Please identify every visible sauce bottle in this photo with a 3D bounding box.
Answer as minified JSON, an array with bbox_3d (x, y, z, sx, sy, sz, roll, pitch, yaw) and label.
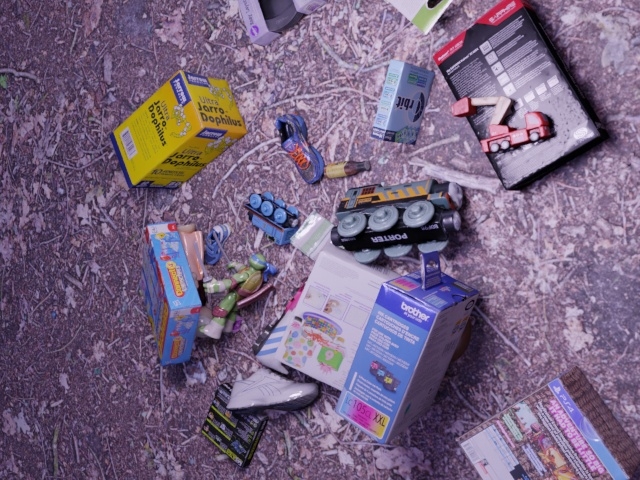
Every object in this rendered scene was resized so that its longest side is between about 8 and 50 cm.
[{"bbox_3d":[0.070,-0.190,1.809,0.128,0.042,0.042,-6,90,33],"label":"sauce bottle"}]

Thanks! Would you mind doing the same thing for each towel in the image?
[{"bbox_3d":[0.000,0.000,1.855,0.152,0.023,0.113,38,91,30],"label":"towel"}]

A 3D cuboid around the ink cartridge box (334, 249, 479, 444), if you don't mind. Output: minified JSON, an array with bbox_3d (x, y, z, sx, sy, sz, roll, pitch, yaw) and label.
[{"bbox_3d":[0.210,0.221,1.551,0.151,0.270,0.395,29,109,25],"label":"ink cartridge box"}]

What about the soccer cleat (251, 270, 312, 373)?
[{"bbox_3d":[-0.051,0.226,1.894,0.143,0.116,0.331,37,108,-3],"label":"soccer cleat"}]

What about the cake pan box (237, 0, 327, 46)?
[{"bbox_3d":[-0.124,-0.705,1.897,0.246,0.070,0.266,-24,80,36],"label":"cake pan box"}]

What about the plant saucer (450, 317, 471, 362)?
[{"bbox_3d":[0.273,0.214,1.694,0.199,0.036,0.198,3,95,36],"label":"plant saucer"}]

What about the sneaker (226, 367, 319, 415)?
[{"bbox_3d":[-0.140,0.422,1.957,0.297,0.111,0.129,-10,61,25],"label":"sneaker"}]

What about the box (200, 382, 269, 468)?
[{"bbox_3d":[-0.263,0.560,2.089,0.191,0.045,0.184,31,112,29],"label":"box"}]

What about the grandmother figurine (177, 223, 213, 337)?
[{"bbox_3d":[-0.383,0.126,2.088,0.104,0.208,0.342,-11,87,-3],"label":"grandmother figurine"}]

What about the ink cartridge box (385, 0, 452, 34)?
[{"bbox_3d":[0.239,-0.629,1.629,0.255,0.097,0.188,50,118,20],"label":"ink cartridge box"}]

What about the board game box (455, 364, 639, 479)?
[{"bbox_3d":[0.490,0.452,1.491,0.291,0.141,0.232,-42,70,29],"label":"board game box"}]

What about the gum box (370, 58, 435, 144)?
[{"bbox_3d":[0.198,-0.326,1.639,0.041,0.157,0.184,23,106,33],"label":"gum box"}]

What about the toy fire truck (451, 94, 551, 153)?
[{"bbox_3d":[0.384,-0.257,1.466,0.192,0.047,0.135,-13,85,35],"label":"toy fire truck"}]

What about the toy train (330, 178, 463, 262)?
[{"bbox_3d":[0.183,-0.060,1.655,0.334,0.142,0.190,-9,44,32],"label":"toy train"}]

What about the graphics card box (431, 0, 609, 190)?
[{"bbox_3d":[0.433,-0.321,1.513,0.233,0.094,0.370,-34,73,31],"label":"graphics card box"}]

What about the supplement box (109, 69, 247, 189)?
[{"bbox_3d":[-0.429,-0.319,2.056,0.357,0.194,0.195,-32,75,33],"label":"supplement box"}]

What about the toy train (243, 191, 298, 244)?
[{"bbox_3d":[-0.140,-0.065,1.943,0.184,0.080,0.105,31,116,30],"label":"toy train"}]

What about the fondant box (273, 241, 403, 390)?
[{"bbox_3d":[0.055,0.203,1.755,0.238,0.096,0.330,25,108,4],"label":"fondant box"}]

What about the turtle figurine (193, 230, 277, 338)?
[{"bbox_3d":[-0.287,0.127,1.978,0.266,0.275,0.198,-66,22,10],"label":"turtle figurine"}]

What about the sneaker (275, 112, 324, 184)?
[{"bbox_3d":[-0.066,-0.248,1.871,0.083,0.087,0.221,-37,72,32],"label":"sneaker"}]

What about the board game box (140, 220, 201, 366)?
[{"bbox_3d":[-0.445,0.158,2.007,0.308,0.086,0.301,111,143,-46],"label":"board game box"}]

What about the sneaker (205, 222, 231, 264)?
[{"bbox_3d":[-0.324,0.011,2.087,0.053,0.059,0.144,36,115,27],"label":"sneaker"}]

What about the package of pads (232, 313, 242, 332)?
[{"bbox_3d":[-0.279,0.238,2.086,0.083,0.032,0.050,30,108,30],"label":"package of pads"}]
